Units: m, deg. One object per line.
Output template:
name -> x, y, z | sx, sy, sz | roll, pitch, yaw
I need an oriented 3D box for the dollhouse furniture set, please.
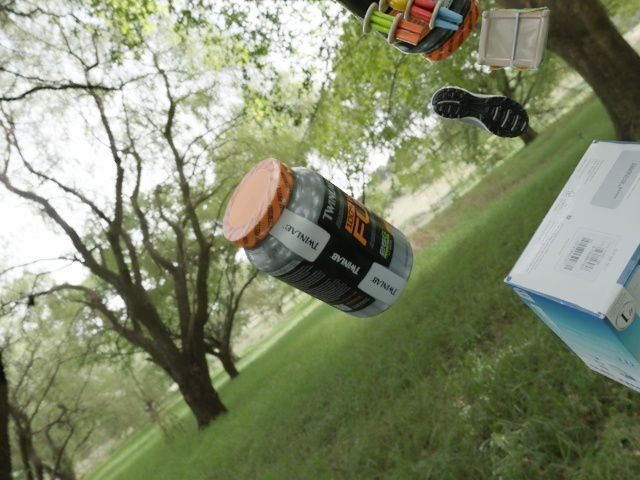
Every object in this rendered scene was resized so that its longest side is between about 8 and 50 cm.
dollhouse furniture set -> 0.219, -0.262, 0.493 | 0.058, 0.076, 0.152 | -25, -56, -38

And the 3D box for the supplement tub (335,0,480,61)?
supplement tub -> 0.168, -0.546, 0.985 | 0.207, 0.338, 0.207 | -40, 37, 39

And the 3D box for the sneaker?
sneaker -> 0.436, -0.358, 1.263 | 0.108, 0.271, 0.100 | -63, -9, -70

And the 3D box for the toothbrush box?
toothbrush box -> 0.402, 0.050, 0.585 | 0.216, 0.295, 0.126 | -55, 33, -5

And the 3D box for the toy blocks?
toy blocks -> 0.167, -0.390, 0.817 | 0.123, 0.148, 0.054 | -59, -14, -25

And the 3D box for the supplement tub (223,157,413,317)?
supplement tub -> 0.000, 0.000, 0.819 | 0.193, 0.316, 0.194 | -32, 43, 35
